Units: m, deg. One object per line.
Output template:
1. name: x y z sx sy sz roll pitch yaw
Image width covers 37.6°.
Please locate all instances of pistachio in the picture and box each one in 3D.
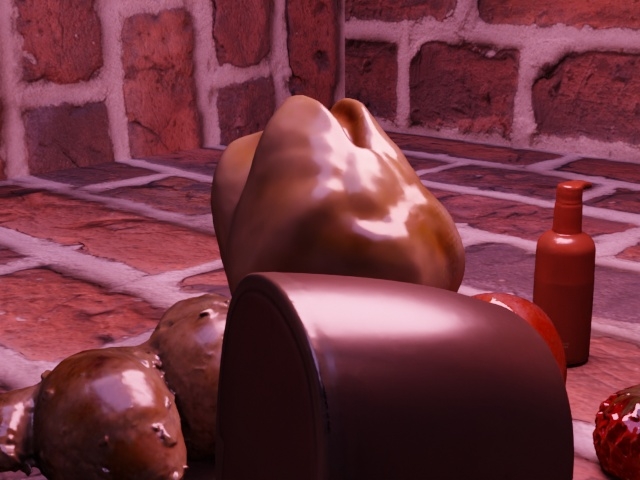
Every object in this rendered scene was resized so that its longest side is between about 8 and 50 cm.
1. pistachio: 0.000 0.000 1.179 0.281 0.365 0.445 -7 16 -29

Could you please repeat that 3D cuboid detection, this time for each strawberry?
1. strawberry: 0.358 0.201 0.985 0.145 0.086 0.145 -1 13 0

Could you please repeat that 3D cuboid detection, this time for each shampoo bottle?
1. shampoo bottle: 0.329 0.043 1.263 0.085 0.244 0.085 2 14 0

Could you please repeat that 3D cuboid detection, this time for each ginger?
1. ginger: -0.156 0.169 0.967 0.375 0.176 0.256 -10 34 -31

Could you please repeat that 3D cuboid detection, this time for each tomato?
1. tomato: 0.211 0.136 1.112 0.167 0.167 0.167 -1 15 0

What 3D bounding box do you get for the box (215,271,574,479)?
1. box: 0.049 0.173 0.748 0.216 0.301 0.301 2 13 -20
